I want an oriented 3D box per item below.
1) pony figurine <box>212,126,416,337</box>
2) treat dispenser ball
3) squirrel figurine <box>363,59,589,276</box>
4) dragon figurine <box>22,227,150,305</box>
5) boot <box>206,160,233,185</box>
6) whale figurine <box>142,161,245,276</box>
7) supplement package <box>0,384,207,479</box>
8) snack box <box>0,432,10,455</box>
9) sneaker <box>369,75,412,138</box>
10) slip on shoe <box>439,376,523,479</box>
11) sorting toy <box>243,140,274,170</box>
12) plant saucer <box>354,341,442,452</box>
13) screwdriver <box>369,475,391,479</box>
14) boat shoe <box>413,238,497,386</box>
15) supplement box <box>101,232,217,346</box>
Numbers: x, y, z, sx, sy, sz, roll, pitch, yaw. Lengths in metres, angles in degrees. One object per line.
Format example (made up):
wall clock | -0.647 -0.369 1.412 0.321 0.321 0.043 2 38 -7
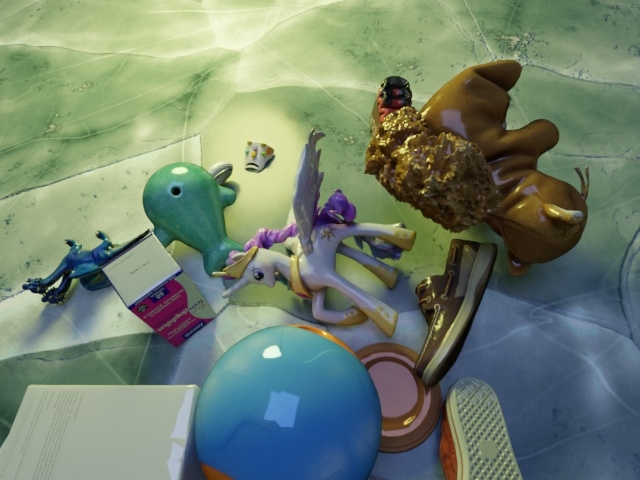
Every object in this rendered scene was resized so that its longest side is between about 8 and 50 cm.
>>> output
pony figurine | 0.000 0.000 0.853 0.363 0.303 0.351 18 69 -1
treat dispenser ball | -0.048 0.277 0.645 0.288 0.288 0.288 -3 58 4
squirrel figurine | 0.295 -0.107 0.782 0.397 0.281 0.370 -13 62 -26
dragon figurine | -0.522 0.061 0.949 0.289 0.085 0.144 -11 58 0
boot | -0.283 -0.119 1.057 0.190 0.069 0.086 -43 70 -10
whale figurine | -0.285 -0.053 0.933 0.216 0.141 0.272 -33 86 -11
supplement package | -0.335 0.353 0.693 0.293 0.175 0.178 -1 56 5
snack box | -0.543 0.397 0.768 0.100 0.037 0.141 11 59 12
sneaker | 0.183 -0.281 1.088 0.097 0.135 0.276 4 81 -6
slip on shoe | 0.245 0.386 0.635 0.123 0.101 0.331 7 48 -2
sorting toy | -0.178 -0.229 1.130 0.083 0.045 0.075 10 79 12
plant saucer | 0.127 0.285 0.770 0.200 0.037 0.200 -2 58 4
screwdriver | 0.096 0.411 0.710 0.169 0.025 0.024 12 59 3
boat shoe | 0.245 0.122 0.819 0.123 0.123 0.342 20 58 26
supplement box | -0.310 0.107 0.820 0.111 0.220 0.114 -38 63 -17
